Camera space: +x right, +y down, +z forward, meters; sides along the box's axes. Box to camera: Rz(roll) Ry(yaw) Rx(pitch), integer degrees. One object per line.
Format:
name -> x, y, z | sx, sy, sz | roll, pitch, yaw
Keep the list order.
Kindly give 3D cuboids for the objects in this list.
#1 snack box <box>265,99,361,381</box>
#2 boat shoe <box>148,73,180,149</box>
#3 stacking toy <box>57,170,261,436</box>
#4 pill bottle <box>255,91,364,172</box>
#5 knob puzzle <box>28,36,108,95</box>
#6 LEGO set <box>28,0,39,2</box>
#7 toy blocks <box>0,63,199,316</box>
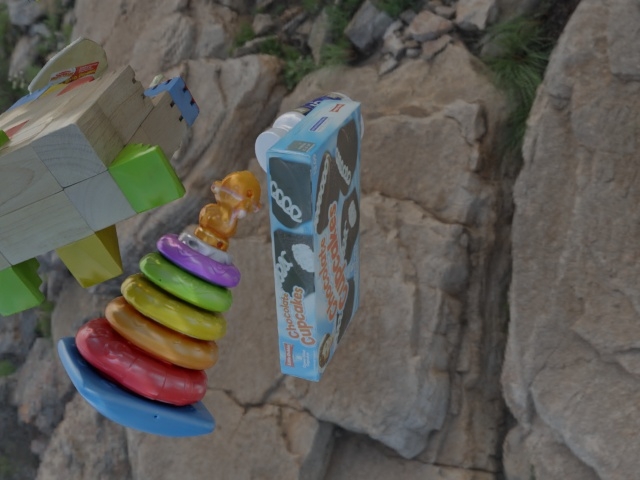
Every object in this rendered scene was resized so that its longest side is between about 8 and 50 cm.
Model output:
snack box -> 0.000, 0.000, 0.901 | 0.060, 0.187, 0.322 | 9, 122, 18
boat shoe -> -0.378, -0.237, 1.633 | 0.109, 0.098, 0.302 | -133, 54, -88
stacking toy -> -0.156, 0.052, 0.794 | 0.165, 0.175, 0.302 | 30, 92, 55
pill bottle -> -0.020, -0.180, 1.203 | 0.112, 0.186, 0.112 | 24, 130, 32
knob puzzle -> -0.495, -0.326, 1.346 | 0.030, 0.213, 0.213 | 45, 125, 6
LEGO set -> -0.436, -0.465, 1.059 | 0.192, 0.331, 0.255 | 45, 130, 12
toy blocks -> -0.296, -0.083, 0.726 | 0.381, 0.191, 0.261 | -19, 29, 17
